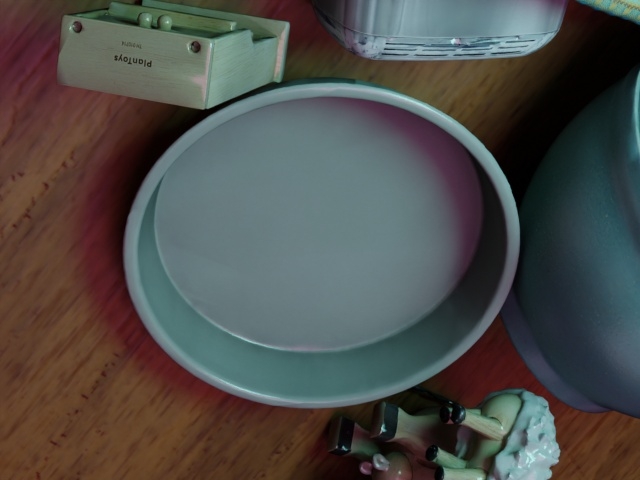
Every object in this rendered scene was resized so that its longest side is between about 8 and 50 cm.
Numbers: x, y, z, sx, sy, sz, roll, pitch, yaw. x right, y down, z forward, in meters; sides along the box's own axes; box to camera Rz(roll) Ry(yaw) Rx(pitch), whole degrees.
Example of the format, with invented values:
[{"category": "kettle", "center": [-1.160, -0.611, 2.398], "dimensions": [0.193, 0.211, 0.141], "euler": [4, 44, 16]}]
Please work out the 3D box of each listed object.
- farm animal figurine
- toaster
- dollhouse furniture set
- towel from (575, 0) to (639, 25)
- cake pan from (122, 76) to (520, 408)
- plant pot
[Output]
[{"category": "farm animal figurine", "center": [0.074, 0.281, 1.216], "dimensions": [0.172, 0.330, 0.326], "euler": [21, 78, -26]}, {"category": "toaster", "center": [0.082, -0.210, 1.016], "dimensions": [0.227, 0.129, 0.146], "euler": [-5, 119, -23]}, {"category": "dollhouse furniture set", "center": [-0.080, -0.219, 0.926], "dimensions": [0.212, 0.161, 0.242], "euler": [11, 105, 12]}, {"category": "towel", "center": [0.237, -0.279, 0.987], "dimensions": [0.370, 0.040, 0.271], "euler": [9, 91, -41]}, {"category": "cake pan", "center": [0.000, 0.000, 1.093], "dimensions": [0.293, 0.054, 0.293], "euler": [-2, 125, -3]}, {"category": "plant pot", "center": [0.259, 0.022, 1.132], "dimensions": [0.293, 0.293, 0.196], "euler": [31, 136, -31]}]
